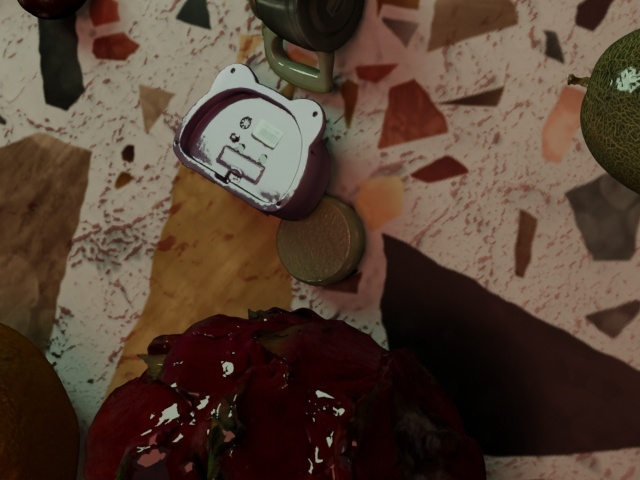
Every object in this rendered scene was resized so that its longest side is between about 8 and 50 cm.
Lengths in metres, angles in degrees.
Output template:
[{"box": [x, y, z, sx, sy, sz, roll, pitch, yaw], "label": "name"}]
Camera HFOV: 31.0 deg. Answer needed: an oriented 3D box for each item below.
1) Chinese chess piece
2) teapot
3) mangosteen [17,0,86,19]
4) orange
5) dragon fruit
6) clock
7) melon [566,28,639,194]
[{"box": [0.000, 0.000, 1.056, 0.084, 0.034, 0.084, 0, 89, 26], "label": "Chinese chess piece"}, {"box": [-0.024, -0.204, 1.032, 0.091, 0.092, 0.124, 18, 93, 40], "label": "teapot"}, {"box": [-0.268, -0.258, 1.144, 0.081, 0.081, 0.080, 1, 92, 25], "label": "mangosteen"}, {"box": [-0.355, 0.204, 1.111, 0.264, 0.264, 0.264, 1, 92, 25], "label": "orange"}, {"box": [-0.033, 0.203, 0.931, 0.329, 0.329, 0.329, 1, 92, 25], "label": "dragon fruit"}, {"box": [-0.053, -0.088, 1.052, 0.153, 0.050, 0.110, 32, 92, 32], "label": "clock"}, {"box": [0.276, -0.095, 0.870, 0.192, 0.139, 0.139, 23, 101, 24], "label": "melon"}]
